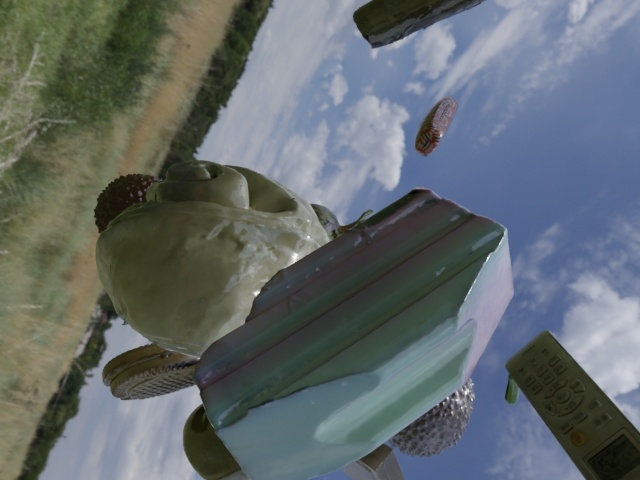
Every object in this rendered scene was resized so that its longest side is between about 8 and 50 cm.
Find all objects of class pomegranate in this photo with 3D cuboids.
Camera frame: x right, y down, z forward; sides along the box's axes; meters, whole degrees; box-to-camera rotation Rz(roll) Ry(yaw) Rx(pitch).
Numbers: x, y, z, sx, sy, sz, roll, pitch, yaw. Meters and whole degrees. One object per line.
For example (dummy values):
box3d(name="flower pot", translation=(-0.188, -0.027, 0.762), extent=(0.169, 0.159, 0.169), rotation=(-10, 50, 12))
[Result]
box3d(name="pomegranate", translation=(0.005, -0.007, 1.014), extent=(0.220, 0.156, 0.156), rotation=(-21, -136, 27))

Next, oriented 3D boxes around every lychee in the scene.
box3d(name="lychee", translation=(-0.364, -0.042, 1.033), extent=(0.188, 0.188, 0.188), rotation=(-52, -155, 37))
box3d(name="lychee", translation=(0.229, 0.385, 1.245), extent=(0.300, 0.300, 0.300), rotation=(-52, -155, 37))

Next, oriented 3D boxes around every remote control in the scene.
box3d(name="remote control", translation=(0.432, 0.285, 0.857), extent=(0.109, 0.055, 0.313), rotation=(-45, -151, 14))

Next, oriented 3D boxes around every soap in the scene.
box3d(name="soap", translation=(0.041, 0.086, 0.503), extent=(0.324, 0.109, 0.193), rotation=(-31, -147, -14))

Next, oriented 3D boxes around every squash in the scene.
box3d(name="squash", translation=(0.382, 0.292, 1.006), extent=(0.027, 0.027, 0.089), rotation=(-100, -178, -56))

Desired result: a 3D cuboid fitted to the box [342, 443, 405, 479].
box3d(name="box", translation=(0.057, 0.264, 0.601), extent=(0.079, 0.083, 0.035), rotation=(17, -132, 44))

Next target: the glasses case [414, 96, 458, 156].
box3d(name="glasses case", translation=(0.225, -0.229, 1.009), extent=(0.073, 0.049, 0.194), rotation=(-58, 178, 41))

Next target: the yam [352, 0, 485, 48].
box3d(name="yam", translation=(0.218, -0.351, 0.647), extent=(0.371, 0.083, 0.083), rotation=(-18, -134, 28))

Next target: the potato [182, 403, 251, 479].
box3d(name="potato", translation=(-0.144, 0.415, 1.144), extent=(0.326, 0.221, 0.243), rotation=(-28, 167, 2))

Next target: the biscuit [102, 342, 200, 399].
box3d(name="biscuit", translation=(-0.350, 0.289, 1.132), extent=(0.259, 0.259, 0.079), rotation=(-47, -126, 44))

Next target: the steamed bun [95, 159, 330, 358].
box3d(name="steamed bun", translation=(-0.177, 0.001, 0.770), extent=(0.339, 0.247, 0.352), rotation=(0, -146, 43))
